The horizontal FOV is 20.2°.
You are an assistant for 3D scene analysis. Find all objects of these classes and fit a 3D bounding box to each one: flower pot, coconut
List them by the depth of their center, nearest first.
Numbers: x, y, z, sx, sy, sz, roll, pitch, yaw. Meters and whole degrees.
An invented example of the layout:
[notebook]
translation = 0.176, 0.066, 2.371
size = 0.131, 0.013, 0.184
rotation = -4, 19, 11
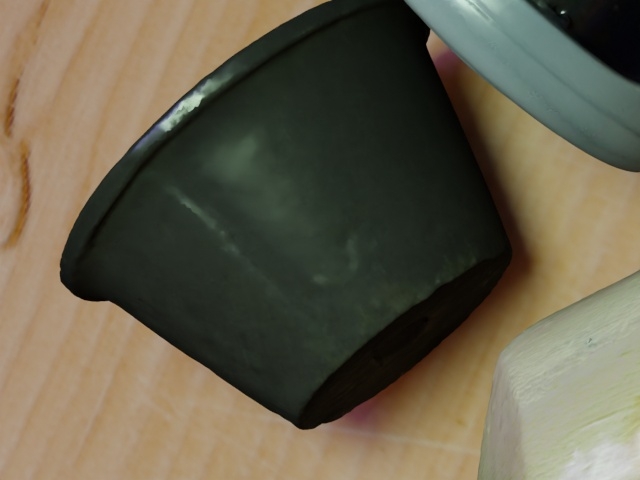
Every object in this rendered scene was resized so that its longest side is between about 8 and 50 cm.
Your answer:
[coconut]
translation = 0.179, 0.115, 0.855
size = 0.234, 0.224, 0.224
rotation = -43, 54, 21
[flower pot]
translation = 0.000, 0.000, 1.035
size = 0.269, 0.269, 0.166
rotation = -42, 77, 23

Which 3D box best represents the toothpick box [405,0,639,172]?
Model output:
[toothpick box]
translation = 0.205, -0.237, 0.923
size = 0.354, 0.263, 0.263
rotation = -47, 53, 19
